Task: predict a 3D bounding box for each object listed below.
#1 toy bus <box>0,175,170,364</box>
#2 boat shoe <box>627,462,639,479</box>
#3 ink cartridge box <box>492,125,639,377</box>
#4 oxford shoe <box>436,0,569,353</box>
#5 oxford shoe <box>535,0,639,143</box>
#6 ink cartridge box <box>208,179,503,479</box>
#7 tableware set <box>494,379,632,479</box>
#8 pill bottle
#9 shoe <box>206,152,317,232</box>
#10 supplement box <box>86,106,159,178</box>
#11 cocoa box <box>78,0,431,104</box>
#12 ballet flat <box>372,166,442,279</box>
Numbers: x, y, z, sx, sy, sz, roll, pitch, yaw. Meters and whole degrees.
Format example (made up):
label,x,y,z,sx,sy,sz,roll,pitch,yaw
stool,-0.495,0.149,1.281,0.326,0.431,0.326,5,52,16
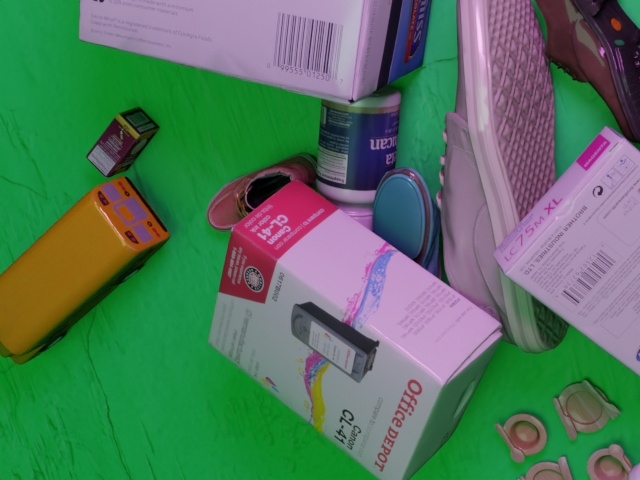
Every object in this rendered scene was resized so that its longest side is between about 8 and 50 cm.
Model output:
label,x,y,z,sx,sy,sz,roll,pitch,yaw
toy bus,-0.349,0.052,1.704,0.332,0.130,0.108,-39,88,28
boat shoe,0.475,0.327,1.440,0.258,0.095,0.084,34,138,0
ink cartridge box,0.359,0.041,1.356,0.311,0.065,0.186,36,103,-18
oxford shoe,0.188,-0.087,1.414,0.130,0.169,0.450,3,110,38
oxford shoe,0.302,-0.203,1.377,0.096,0.082,0.227,-22,95,46
ink cartridge box,0.030,0.110,1.473,0.306,0.131,0.226,37,138,20
tableware set,0.301,0.255,1.541,0.168,0.020,0.141,-29,93,28
pill bottle,0.043,-0.099,1.504,0.094,0.094,0.169,12,111,20
shoe,-0.086,-0.053,1.582,0.178,0.081,0.064,-26,94,28
supplement box,-0.259,-0.128,1.651,0.043,0.055,0.083,45,119,5
cocoa box,-0.062,-0.314,1.408,0.347,0.228,0.232,15,112,19
ballet flat,0.109,0.009,1.507,0.083,0.087,0.247,21,127,30
